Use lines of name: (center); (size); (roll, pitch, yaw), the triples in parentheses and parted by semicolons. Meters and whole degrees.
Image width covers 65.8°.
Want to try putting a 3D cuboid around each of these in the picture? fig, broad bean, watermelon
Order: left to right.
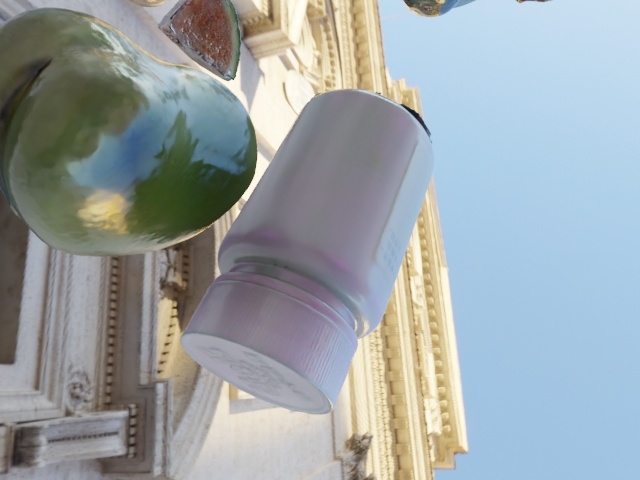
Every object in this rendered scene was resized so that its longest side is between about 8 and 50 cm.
broad bean: (-0.144, -0.060, 0.406); (0.189, 0.263, 0.121); (-48, -115, 6)
watermelon: (-0.357, -0.634, 1.483); (0.232, 0.310, 0.193); (-17, -154, -23)
fig: (0.182, -0.462, 0.809); (0.117, 0.117, 0.177); (-1, -93, 18)

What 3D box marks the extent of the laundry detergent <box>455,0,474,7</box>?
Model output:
laundry detergent: (0.291, -0.636, 1.115); (0.280, 0.215, 0.105); (-19, -133, 1)

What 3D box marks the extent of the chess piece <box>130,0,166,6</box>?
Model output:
chess piece: (-0.238, -0.361, 0.669); (0.084, 0.038, 0.083); (-1, -85, -15)

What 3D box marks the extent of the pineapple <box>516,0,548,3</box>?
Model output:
pineapple: (0.309, -0.481, 0.676); (0.130, 0.277, 0.119); (-33, -145, -29)

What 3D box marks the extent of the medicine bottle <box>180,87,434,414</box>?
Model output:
medicine bottle: (0.000, 0.000, 0.625); (0.213, 0.213, 0.378); (12, -124, 21)
